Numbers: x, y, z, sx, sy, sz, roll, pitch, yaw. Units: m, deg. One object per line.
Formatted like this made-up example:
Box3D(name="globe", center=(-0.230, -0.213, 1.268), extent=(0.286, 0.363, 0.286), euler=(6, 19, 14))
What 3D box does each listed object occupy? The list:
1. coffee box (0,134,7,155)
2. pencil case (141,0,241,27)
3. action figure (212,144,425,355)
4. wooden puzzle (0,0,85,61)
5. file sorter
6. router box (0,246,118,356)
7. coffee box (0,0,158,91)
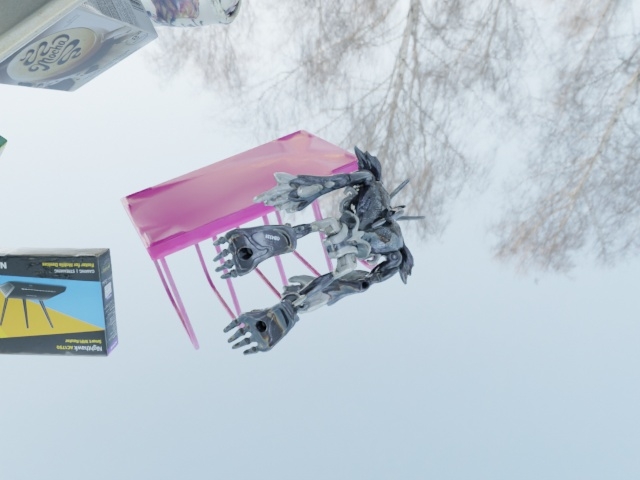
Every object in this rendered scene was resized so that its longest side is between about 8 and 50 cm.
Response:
Box3D(name="coffee box", center=(-0.404, -0.031, 0.674), extent=(0.040, 0.184, 0.113), euler=(34, -145, -16))
Box3D(name="pencil case", center=(-0.325, -0.455, 1.074), extent=(0.410, 0.160, 0.184), euler=(6, -110, 17))
Box3D(name="action figure", center=(0.000, 0.000, 0.650), extent=(0.141, 0.164, 0.275), euler=(-9, -168, 36))
Box3D(name="wooden puzzle", center=(-0.273, -0.348, 0.482), extent=(0.348, 0.080, 0.322), euler=(47, -111, -11))
Box3D(name="file sorter", center=(-0.092, -0.005, 0.887), extent=(0.290, 0.182, 0.202), euler=(-24, -151, -16))
Box3D(name="router box", center=(-0.352, 0.076, 0.801), extent=(0.178, 0.133, 0.046), euler=(0, -165, 4))
Box3D(name="coffee box", center=(-0.355, -0.279, 0.773), extent=(0.168, 0.297, 0.119), euler=(-26, -88, 16))
